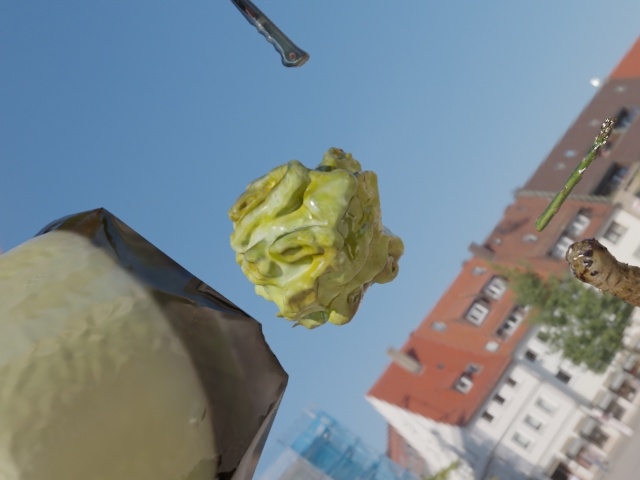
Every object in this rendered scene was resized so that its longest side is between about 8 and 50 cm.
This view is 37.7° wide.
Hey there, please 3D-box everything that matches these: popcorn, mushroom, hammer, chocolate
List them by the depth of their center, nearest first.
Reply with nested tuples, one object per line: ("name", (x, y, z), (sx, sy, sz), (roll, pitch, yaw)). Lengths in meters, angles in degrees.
("chocolate", (-0.249, 0.178, 0.829), (0.297, 0.326, 0.314), (-43, -19, -44))
("mushroom", (0.357, 0.065, 1.005), (0.148, 0.217, 0.227), (-56, 29, 38))
("hammer", (-0.123, -0.365, 1.427), (0.111, 0.288, 0.033), (-45, -12, 17))
("popcorn", (-0.015, -0.004, 1.621), (0.312, 0.312, 0.312), (-48, -22, -26))

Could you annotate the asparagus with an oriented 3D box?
("asparagus", (0.412, -0.103, 1.521), (0.024, 0.025, 0.248), (-23, -30, -39))
